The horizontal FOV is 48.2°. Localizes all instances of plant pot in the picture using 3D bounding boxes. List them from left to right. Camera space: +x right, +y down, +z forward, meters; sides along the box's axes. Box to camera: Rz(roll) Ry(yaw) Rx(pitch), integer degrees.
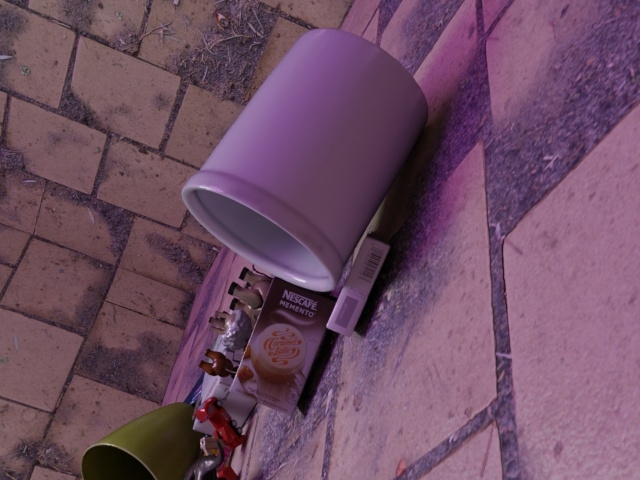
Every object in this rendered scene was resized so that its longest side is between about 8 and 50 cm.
[{"bbox_3d":[-0.446,0.582,1.952,0.275,0.275,0.293,-60,-10,32],"label":"plant pot"}]

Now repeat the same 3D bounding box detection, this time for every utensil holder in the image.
[{"bbox_3d":[-0.016,-0.149,1.341,0.385,0.327,0.327,-57,9,-18],"label":"utensil holder"}]

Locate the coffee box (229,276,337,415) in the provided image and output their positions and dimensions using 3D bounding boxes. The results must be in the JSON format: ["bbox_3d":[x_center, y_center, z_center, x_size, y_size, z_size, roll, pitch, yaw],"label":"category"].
[{"bbox_3d":[-0.073,0.209,1.458,0.098,0.141,0.246,3,-72,-86],"label":"coffee box"}]

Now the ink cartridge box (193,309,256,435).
[{"bbox_3d":[-0.243,0.368,1.966,0.289,0.121,0.211,-87,22,-54],"label":"ink cartridge box"}]

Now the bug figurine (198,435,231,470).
[{"bbox_3d":[-0.299,0.631,1.884,0.279,0.072,0.216,123,170,-56],"label":"bug figurine"}]

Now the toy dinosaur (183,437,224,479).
[{"bbox_3d":[-0.269,0.557,1.564,0.160,0.121,0.313,-111,22,-71],"label":"toy dinosaur"}]

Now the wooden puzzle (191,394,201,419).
[{"bbox_3d":[-0.334,0.448,1.923,0.083,0.006,0.049,-83,15,-47],"label":"wooden puzzle"}]

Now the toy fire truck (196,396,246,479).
[{"bbox_3d":[-0.253,0.494,1.760,0.047,0.192,0.135,-36,1,33],"label":"toy fire truck"}]

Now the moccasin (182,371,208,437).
[{"bbox_3d":[-0.378,0.530,2.226,0.342,0.138,0.117,-68,17,4],"label":"moccasin"}]

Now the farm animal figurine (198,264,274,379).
[{"bbox_3d":[-0.146,0.196,1.758,0.327,0.172,0.330,108,-173,-50],"label":"farm animal figurine"}]

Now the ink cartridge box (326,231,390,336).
[{"bbox_3d":[0.076,0.077,1.369,0.225,0.056,0.181,-19,-48,-82],"label":"ink cartridge box"}]
